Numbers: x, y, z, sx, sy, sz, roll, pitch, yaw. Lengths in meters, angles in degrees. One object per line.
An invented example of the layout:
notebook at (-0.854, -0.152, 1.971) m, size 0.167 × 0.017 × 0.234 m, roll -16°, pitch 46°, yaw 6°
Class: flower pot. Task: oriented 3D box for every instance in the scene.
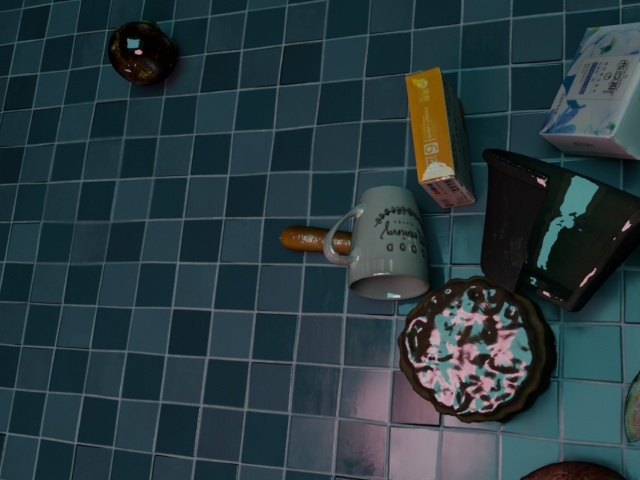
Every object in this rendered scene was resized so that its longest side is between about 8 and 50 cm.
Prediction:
flower pot at (0.474, -0.017, 1.490) m, size 0.379 × 0.379 × 0.251 m, roll 25°, pitch 108°, yaw 26°

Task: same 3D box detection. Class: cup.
cup at (0.124, -0.004, 1.673) m, size 0.186 × 0.258 × 0.234 m, roll -33°, pitch 51°, yaw 54°

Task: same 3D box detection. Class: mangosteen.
mangosteen at (-0.512, -0.560, 2.114) m, size 0.192 × 0.192 × 0.217 m, roll -10°, pitch 52°, yaw 20°

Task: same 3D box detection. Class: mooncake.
mooncake at (0.335, 0.230, 1.555) m, size 0.324 × 0.187 × 0.324 m, roll -5°, pitch 76°, yaw 23°

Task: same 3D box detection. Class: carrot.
carrot at (0.000, 0.000, 1.818) m, size 0.225 × 0.067 × 0.067 m, roll 7°, pitch 79°, yaw 21°

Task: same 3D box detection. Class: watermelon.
watermelon at (0.679, 0.322, 1.461) m, size 0.139 × 0.071 × 0.187 m, roll 18°, pitch 98°, yaw 6°

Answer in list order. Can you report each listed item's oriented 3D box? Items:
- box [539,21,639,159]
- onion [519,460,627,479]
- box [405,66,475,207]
box at (0.629, -0.322, 1.569) m, size 0.203 × 0.116 × 0.274 m, roll 21°, pitch 84°, yaw 59°
onion at (0.456, 0.574, 1.334) m, size 0.353 × 0.353 × 0.354 m, roll -6°, pitch 74°, yaw 21°
box at (0.278, -0.232, 1.679) m, size 0.091 × 0.221 × 0.274 m, roll -12°, pitch 74°, yaw 22°
